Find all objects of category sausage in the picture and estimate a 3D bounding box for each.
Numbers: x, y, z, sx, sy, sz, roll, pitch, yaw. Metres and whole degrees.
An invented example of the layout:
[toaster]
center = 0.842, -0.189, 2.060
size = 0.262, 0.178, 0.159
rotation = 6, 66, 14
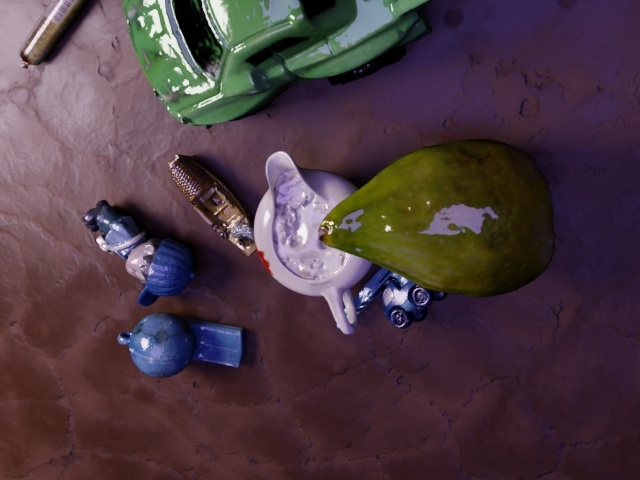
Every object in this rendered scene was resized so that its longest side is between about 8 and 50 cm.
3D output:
[sausage]
center = -0.275, -0.300, 0.952
size = 0.033, 0.033, 0.269
rotation = 44, 111, -3

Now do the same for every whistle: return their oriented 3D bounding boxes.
[whistle]
center = -0.181, 0.135, 1.036
size = 0.158, 0.090, 0.090
rotation = 9, 108, 11

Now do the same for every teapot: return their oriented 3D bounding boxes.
[teapot]
center = 0.000, 0.000, 0.947
size = 0.145, 0.092, 0.226
rotation = -21, 98, 20

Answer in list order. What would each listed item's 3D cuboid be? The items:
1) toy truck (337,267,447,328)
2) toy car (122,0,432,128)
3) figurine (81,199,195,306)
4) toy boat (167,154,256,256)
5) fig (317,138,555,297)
[toy truck]
center = 0.084, 0.076, 0.973
size = 0.074, 0.063, 0.136
rotation = 48, 113, 17
[toy car]
center = -0.040, -0.249, 0.839
size = 0.359, 0.176, 0.213
rotation = -18, 101, 18
[figurine]
center = -0.225, 0.013, 1.020
size = 0.149, 0.086, 0.087
rotation = 44, 70, 9
[toy boat]
center = -0.127, -0.042, 0.988
size = 0.047, 0.049, 0.149
rotation = -40, 95, 20
[fig]
center = 0.133, -0.027, 0.879
size = 0.233, 0.167, 0.167
rotation = 7, 108, 19
